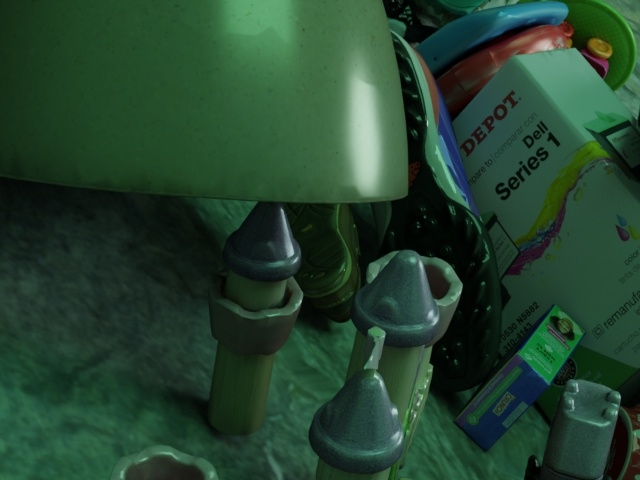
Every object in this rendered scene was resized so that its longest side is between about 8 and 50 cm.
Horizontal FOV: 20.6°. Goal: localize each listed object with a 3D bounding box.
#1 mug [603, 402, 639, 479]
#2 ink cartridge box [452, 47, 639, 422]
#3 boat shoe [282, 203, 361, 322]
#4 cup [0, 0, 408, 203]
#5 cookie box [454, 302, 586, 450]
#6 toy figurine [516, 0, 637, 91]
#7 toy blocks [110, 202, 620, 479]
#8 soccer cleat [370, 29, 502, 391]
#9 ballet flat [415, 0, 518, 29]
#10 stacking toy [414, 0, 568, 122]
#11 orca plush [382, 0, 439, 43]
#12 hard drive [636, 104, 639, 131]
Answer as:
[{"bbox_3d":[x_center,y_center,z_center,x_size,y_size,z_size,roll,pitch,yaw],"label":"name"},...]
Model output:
[{"bbox_3d":[0.301,0.193,1.498,0.169,0.113,0.150,21,48,-22],"label":"mug"},{"bbox_3d":[0.218,-0.003,1.556,0.117,0.201,0.278,-12,60,-52],"label":"ink cartridge box"},{"bbox_3d":[0.000,0.000,1.467,0.178,0.064,0.060,-98,164,-51],"label":"boat shoe"},{"bbox_3d":[-0.092,-0.162,1.240,0.331,0.236,0.331,5,8,-1],"label":"cup"},{"bbox_3d":[0.167,0.113,1.468,0.040,0.092,0.107,41,32,4],"label":"cookie box"},{"bbox_3d":[0.239,-0.182,1.893,0.173,0.130,0.159,30,42,4],"label":"toy figurine"},{"bbox_3d":[0.052,0.105,1.108,0.309,0.260,0.288,14,32,5],"label":"toy blocks"},{"bbox_3d":[0.092,-0.028,1.497,0.116,0.109,0.318,7,64,-66],"label":"soccer cleat"},{"bbox_3d":[0.148,-0.350,1.974,0.147,0.147,0.409,18,39,-32],"label":"ballet flat"},{"bbox_3d":[0.213,-0.074,1.709,0.166,0.175,0.301,-14,73,-55],"label":"stacking toy"},{"bbox_3d":[0.016,-0.294,1.784,0.287,0.102,0.151,35,33,-11],"label":"orca plush"},{"bbox_3d":[0.404,-0.003,1.522,0.339,0.064,0.237,49,16,-2],"label":"hard drive"}]
